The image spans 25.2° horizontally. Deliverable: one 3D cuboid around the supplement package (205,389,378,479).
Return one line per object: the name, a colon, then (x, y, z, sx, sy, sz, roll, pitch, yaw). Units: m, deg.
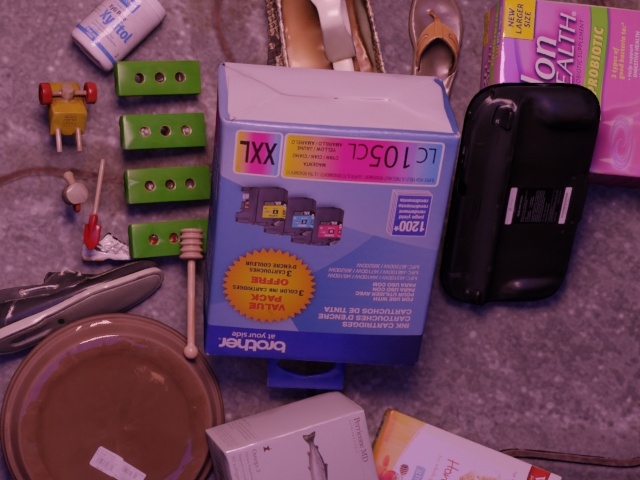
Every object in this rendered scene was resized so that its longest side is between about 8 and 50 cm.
supplement package: (-0.035, 0.266, 1.748, 0.179, 0.105, 0.105, -16, 102, -16)

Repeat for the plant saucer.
plant saucer: (-0.251, 0.228, 1.755, 0.278, 0.041, 0.277, -1, 95, -16)

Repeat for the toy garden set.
toy garden set: (-0.244, -0.099, 1.786, 0.204, 0.049, 0.244, -4, 89, -23)

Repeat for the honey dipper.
honey dipper: (-0.161, 0.066, 1.763, 0.031, 0.030, 0.160, 2, 83, -6)

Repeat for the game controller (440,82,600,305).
game controller: (0.245, -0.051, 1.763, 0.167, 0.067, 0.319, -6, 127, -15)

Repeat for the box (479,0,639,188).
box: (0.331, -0.186, 1.833, 0.243, 0.117, 0.213, 6, 86, -5)

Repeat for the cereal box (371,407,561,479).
cereal box: (0.166, 0.335, 1.815, 0.240, 0.047, 0.173, 21, 84, -4)

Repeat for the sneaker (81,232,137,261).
sneaker: (-0.259, 0.008, 1.799, 0.083, 0.032, 0.036, 0, 86, -7)

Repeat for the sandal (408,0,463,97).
sandal: (0.148, -0.243, 1.851, 0.072, 0.049, 0.180, 7, 85, -6)

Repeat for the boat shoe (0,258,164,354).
boat shoe: (-0.309, 0.064, 1.768, 0.233, 0.084, 0.079, -20, 63, -12)

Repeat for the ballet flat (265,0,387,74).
ballet flat: (0.009, -0.235, 1.769, 0.164, 0.182, 0.482, -11, 88, -8)

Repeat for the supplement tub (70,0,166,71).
supplement tub: (-0.255, -0.271, 1.799, 0.071, 0.071, 0.107, 44, 84, -2)

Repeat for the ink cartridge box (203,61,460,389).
ink cartridge box: (0.000, 0.000, 1.707, 0.270, 0.151, 0.395, 3, 126, -5)
